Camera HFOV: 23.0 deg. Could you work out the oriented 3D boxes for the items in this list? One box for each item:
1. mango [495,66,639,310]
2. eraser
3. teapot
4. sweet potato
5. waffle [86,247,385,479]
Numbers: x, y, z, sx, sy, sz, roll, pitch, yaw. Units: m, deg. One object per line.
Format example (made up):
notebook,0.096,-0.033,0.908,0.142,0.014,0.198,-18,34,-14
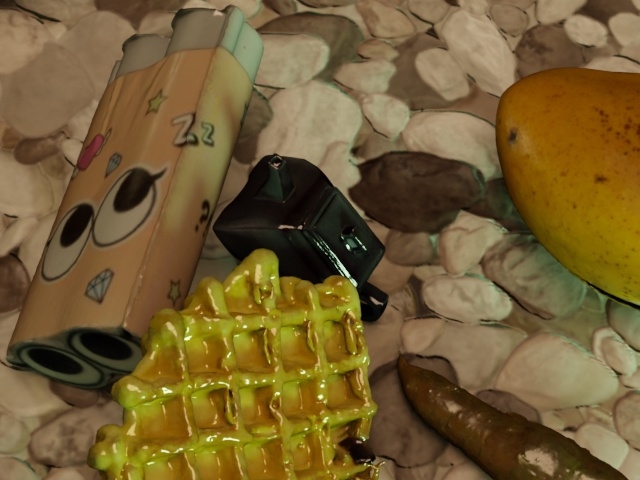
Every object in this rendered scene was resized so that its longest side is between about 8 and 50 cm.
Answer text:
mango,0.269,-0.040,1.269,0.290,0.160,0.191,25,73,12
eraser,-0.142,-0.035,1.238,0.087,0.171,0.290,35,58,-32
teapot,0.000,0.000,1.223,0.177,0.096,0.087,53,56,-28
sweet potato,0.162,0.168,1.205,0.274,0.067,0.067,33,65,17
waffle,-0.039,0.167,1.129,0.283,0.065,0.309,43,62,-20
